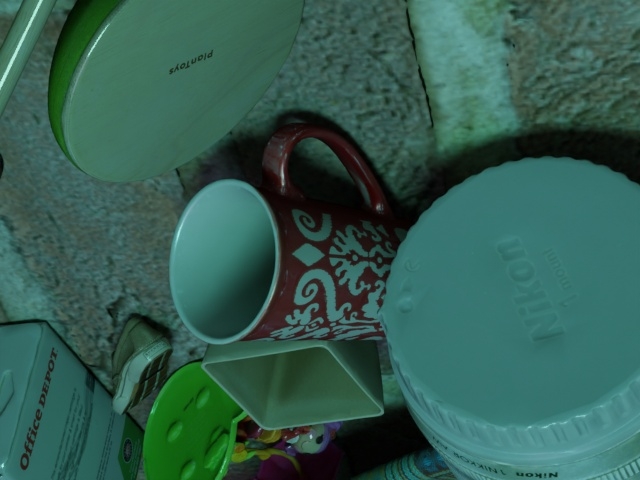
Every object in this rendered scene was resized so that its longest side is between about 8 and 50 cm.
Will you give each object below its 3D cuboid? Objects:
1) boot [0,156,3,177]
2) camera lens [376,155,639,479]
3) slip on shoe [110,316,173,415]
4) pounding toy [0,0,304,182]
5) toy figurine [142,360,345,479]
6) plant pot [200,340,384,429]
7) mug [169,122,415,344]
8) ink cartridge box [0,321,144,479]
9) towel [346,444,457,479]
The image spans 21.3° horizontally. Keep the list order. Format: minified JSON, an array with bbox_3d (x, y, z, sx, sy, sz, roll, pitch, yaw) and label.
[{"bbox_3d":[-0.320,-0.059,1.187,0.219,0.106,0.082,33,139,-33],"label":"boot"},{"bbox_3d":[0.177,0.094,1.189,0.219,0.219,0.274,-5,150,19],"label":"camera lens"},{"bbox_3d":[-0.160,0.108,1.463,0.041,0.051,0.135,48,155,11],"label":"slip on shoe"},{"bbox_3d":[-0.128,-0.136,1.019,0.237,0.110,0.183,-5,133,-54],"label":"pounding toy"},{"bbox_3d":[-0.043,0.170,1.494,0.159,0.130,0.173,17,123,-37],"label":"toy figurine"},{"bbox_3d":[-0.016,0.075,1.330,0.109,0.096,0.109,-11,142,25],"label":"plant pot"},{"bbox_3d":[0.003,0.008,1.191,0.169,0.113,0.150,8,127,-43],"label":"mug"},{"bbox_3d":[-0.246,0.187,1.496,0.087,0.153,0.208,-5,143,21],"label":"ink cartridge box"},{"bbox_3d":[0.086,0.240,1.520,0.271,0.040,0.370,6,155,-42],"label":"towel"}]
